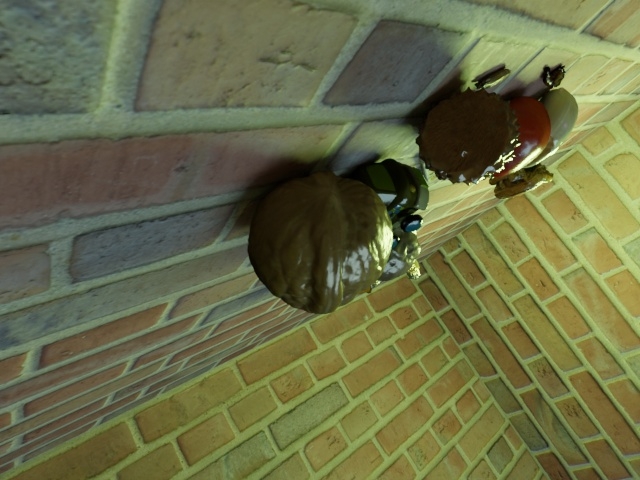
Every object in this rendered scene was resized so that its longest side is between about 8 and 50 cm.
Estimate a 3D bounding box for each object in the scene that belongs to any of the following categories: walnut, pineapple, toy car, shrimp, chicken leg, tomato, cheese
[{"bbox_3d":[0.181,0.006,1.381,0.249,0.248,0.248,-30,165,-9],"label":"walnut"},{"bbox_3d":[0.363,-0.245,1.079,0.223,0.222,0.357,-38,175,22],"label":"pineapple"},{"bbox_3d":[0.128,-0.101,1.129,0.198,0.204,0.248,13,136,-38],"label":"toy car"},{"bbox_3d":[0.000,0.000,0.937,0.333,0.332,0.333,-30,165,-9],"label":"walnut"},{"bbox_3d":[0.403,-0.375,1.044,0.108,0.023,0.059,-28,174,-14],"label":"shrimp"},{"bbox_3d":[0.661,-0.465,1.250,0.145,0.037,0.062,-21,140,-38],"label":"chicken leg"},{"bbox_3d":[0.558,-0.299,1.299,0.260,0.179,0.260,-32,168,-8],"label":"tomato"},{"bbox_3d":[0.722,-0.367,1.460,0.233,0.127,0.266,-56,-176,-31],"label":"cheese"}]

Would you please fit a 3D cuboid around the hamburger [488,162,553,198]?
[{"bbox_3d":[0.789,-0.286,1.754,0.261,0.211,0.245,-27,173,4],"label":"hamburger"}]

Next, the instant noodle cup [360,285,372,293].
[{"bbox_3d":[0.082,0.134,1.720,0.173,0.215,0.215,-19,163,-13],"label":"instant noodle cup"}]

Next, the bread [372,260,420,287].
[{"bbox_3d":[0.251,0.090,1.870,0.314,0.191,0.171,-10,-171,18],"label":"bread"}]

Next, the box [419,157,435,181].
[{"bbox_3d":[0.370,-0.249,1.364,0.122,0.032,0.220,-35,165,10],"label":"box"}]
